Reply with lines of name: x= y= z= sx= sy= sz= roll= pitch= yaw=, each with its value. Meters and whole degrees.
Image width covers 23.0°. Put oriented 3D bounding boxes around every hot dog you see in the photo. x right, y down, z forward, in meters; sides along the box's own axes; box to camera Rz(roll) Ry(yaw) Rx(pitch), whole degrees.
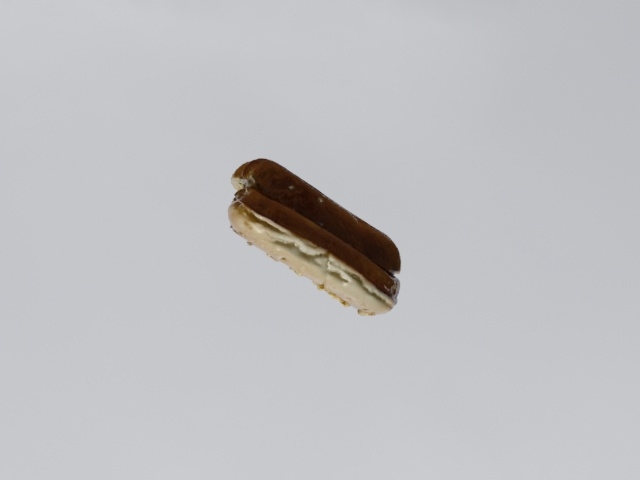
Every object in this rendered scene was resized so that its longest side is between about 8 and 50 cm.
hot dog: x=0.000 y=0.000 z=1.158 sx=0.165 sy=0.045 sz=0.071 roll=34 pitch=-143 yaw=-32
